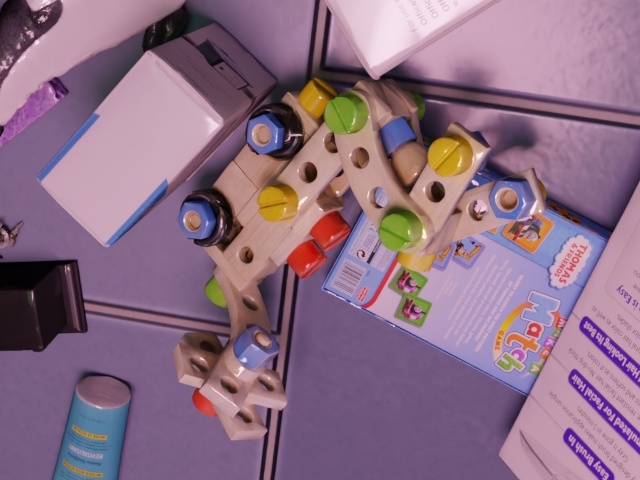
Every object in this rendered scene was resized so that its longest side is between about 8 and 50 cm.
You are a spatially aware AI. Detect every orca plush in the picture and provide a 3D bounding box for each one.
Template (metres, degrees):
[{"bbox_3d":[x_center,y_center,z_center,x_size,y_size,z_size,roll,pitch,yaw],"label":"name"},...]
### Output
[{"bbox_3d":[-0.200,-0.201,1.008,0.287,0.151,0.102,-48,54,17],"label":"orca plush"}]

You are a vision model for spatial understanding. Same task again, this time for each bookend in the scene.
[{"bbox_3d":[-0.308,0.078,1.076,0.157,0.156,0.072,-2,108,8],"label":"bookend"}]

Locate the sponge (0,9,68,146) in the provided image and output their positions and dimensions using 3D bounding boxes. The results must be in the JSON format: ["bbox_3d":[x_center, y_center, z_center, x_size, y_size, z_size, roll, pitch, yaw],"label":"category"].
[{"bbox_3d":[-0.331,-0.174,1.061,0.117,0.031,0.210,-36,100,17],"label":"sponge"}]

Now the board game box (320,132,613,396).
[{"bbox_3d":[0.130,0.020,1.052,0.211,0.039,0.160,28,109,0],"label":"board game box"}]

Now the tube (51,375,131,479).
[{"bbox_3d":[-0.226,0.228,1.176,0.080,0.052,0.207,19,116,9],"label":"tube"}]

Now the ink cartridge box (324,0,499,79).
[{"bbox_3d":[0.143,-0.261,0.858,0.307,0.223,0.129,-30,101,17],"label":"ink cartridge box"}]

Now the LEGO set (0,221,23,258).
[{"bbox_3d":[-0.313,0.000,1.120,0.083,0.023,0.054,-34,101,17],"label":"LEGO set"}]

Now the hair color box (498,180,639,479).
[{"bbox_3d":[0.293,0.095,0.966,0.110,0.185,0.339,11,114,-33],"label":"hair color box"}]

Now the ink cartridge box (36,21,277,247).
[{"bbox_3d":[-0.124,-0.090,0.973,0.082,0.191,0.139,44,109,-6],"label":"ink cartridge box"}]

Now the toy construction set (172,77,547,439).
[{"bbox_3d":[0.000,0.000,0.982,0.327,0.151,0.215,-45,76,14],"label":"toy construction set"}]
